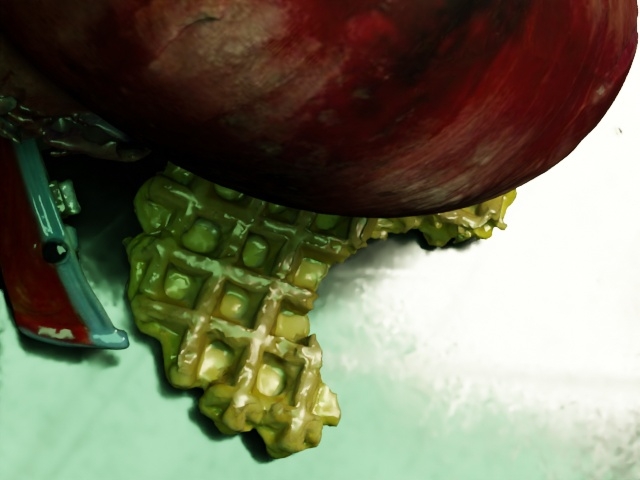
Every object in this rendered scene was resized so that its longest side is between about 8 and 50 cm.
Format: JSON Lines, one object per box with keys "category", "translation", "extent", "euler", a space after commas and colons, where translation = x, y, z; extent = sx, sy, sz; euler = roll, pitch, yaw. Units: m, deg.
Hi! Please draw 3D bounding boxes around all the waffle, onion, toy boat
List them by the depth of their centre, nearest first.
{"category": "onion", "translation": [-0.045, -0.131, 0.803], "extent": [0.285, 0.347, 0.347], "euler": [-40, 89, 21]}
{"category": "toy boat", "translation": [-0.124, -0.029, 0.899], "extent": [0.058, 0.069, 0.173], "euler": [-15, 77, -5]}
{"category": "waffle", "translation": [-0.001, 0.001, 0.924], "extent": [0.194, 0.051, 0.149], "euler": [-37, 88, -17]}
